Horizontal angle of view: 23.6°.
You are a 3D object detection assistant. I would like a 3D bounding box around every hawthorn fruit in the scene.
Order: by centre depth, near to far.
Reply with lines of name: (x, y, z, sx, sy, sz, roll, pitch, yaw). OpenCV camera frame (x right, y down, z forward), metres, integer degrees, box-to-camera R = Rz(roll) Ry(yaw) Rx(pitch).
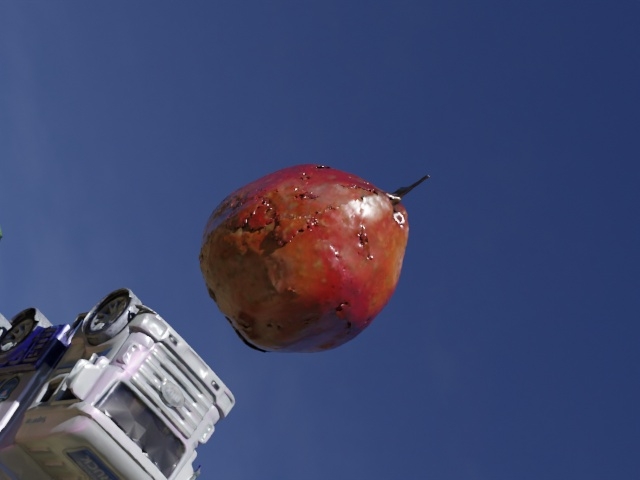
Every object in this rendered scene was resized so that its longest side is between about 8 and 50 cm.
hawthorn fruit: (0.000, 0.000, 1.424, 0.235, 0.181, 0.181, -35, -108, 22)

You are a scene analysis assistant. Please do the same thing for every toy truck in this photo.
toy truck: (-0.200, 0.139, 1.132, 0.268, 0.155, 0.124, -12, -53, 47)

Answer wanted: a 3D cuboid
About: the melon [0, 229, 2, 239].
melon: (-0.326, 0.016, 1.241, 0.209, 0.118, 0.064, -46, -118, 42)
